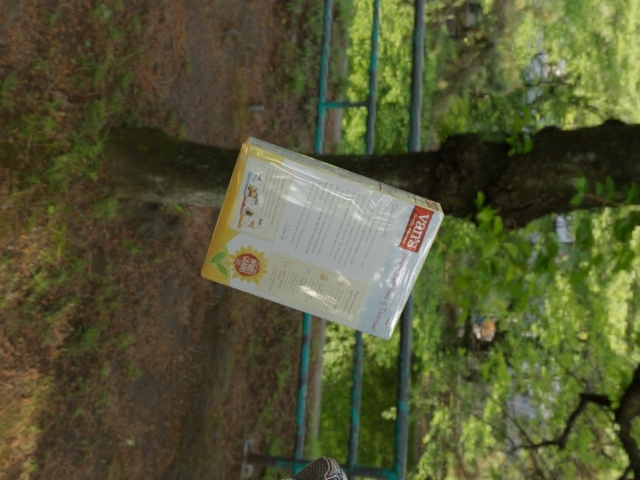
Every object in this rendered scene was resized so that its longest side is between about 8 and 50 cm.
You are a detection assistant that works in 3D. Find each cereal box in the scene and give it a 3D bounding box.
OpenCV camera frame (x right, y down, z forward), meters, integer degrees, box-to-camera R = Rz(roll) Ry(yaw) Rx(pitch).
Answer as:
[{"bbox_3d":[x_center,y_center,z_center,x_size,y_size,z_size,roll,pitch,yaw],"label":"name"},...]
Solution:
[{"bbox_3d":[0.000,0.000,0.811,0.047,0.240,0.173,-85,-164,-69],"label":"cereal box"}]

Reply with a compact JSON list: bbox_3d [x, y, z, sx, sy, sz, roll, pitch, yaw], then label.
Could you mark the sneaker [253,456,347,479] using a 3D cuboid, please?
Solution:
[{"bbox_3d":[-0.070,0.372,0.960,0.299,0.121,0.112,-19,87,-51],"label":"sneaker"}]
